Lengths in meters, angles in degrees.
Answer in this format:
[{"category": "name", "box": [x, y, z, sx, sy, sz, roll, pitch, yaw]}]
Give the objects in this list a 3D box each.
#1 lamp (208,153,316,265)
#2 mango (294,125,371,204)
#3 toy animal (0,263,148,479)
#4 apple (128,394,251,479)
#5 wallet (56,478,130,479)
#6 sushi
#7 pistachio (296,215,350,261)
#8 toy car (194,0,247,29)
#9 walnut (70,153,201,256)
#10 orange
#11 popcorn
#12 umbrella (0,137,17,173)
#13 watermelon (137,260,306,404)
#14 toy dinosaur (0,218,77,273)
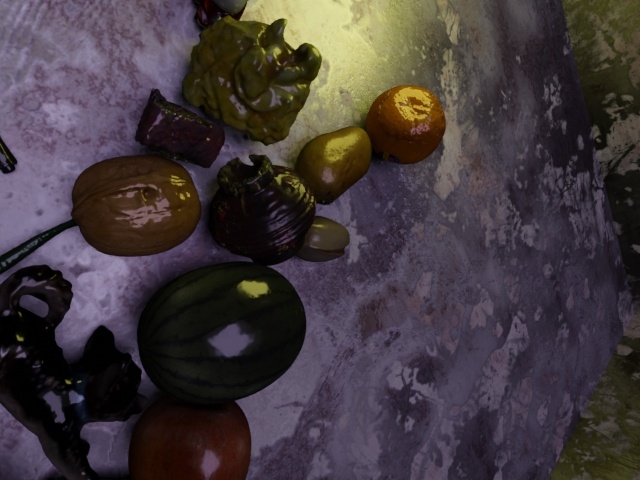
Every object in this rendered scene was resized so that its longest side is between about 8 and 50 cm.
[{"category": "lamp", "box": [-0.128, -0.070, 0.878, 0.247, 0.247, 0.247, -2, 94, -35]}, {"category": "mango", "box": [0.041, -0.202, 1.049, 0.262, 0.130, 0.167, -40, 109, -33]}, {"category": "toy animal", "box": [-0.447, 0.229, 0.698, 0.344, 0.194, 0.302, 40, 76, -36]}, {"category": "apple", "box": [-0.254, 0.427, 0.803, 0.253, 0.253, 0.253, -2, 94, -35]}, {"category": "wallet", "box": [-0.479, 0.638, 0.771, 0.252, 0.083, 0.360, 31, 75, -37]}, {"category": "sushi", "box": [-0.263, -0.203, 0.779, 0.161, 0.241, 0.107, 22, 101, -29]}, {"category": "pistachio", "box": [0.000, 0.000, 1.033, 0.185, 0.124, 0.124, 5, 90, -37]}, {"category": "toy car", "box": [-0.204, -0.522, 0.867, 0.112, 0.112, 0.139, 20, 81, -34]}, {"category": "walnut", "box": [-0.340, -0.068, 0.762, 0.226, 0.193, 0.193, -4, 95, -32]}, {"category": "orange", "box": [0.237, -0.321, 1.132, 0.219, 0.193, 0.219, 0, 90, 10]}, {"category": "popcorn", "box": [-0.147, -0.347, 0.853, 0.250, 0.235, 0.241, 22, 99, -21]}, {"category": "umbrella", "box": [-0.568, -0.177, 0.687, 0.036, 0.031, 0.133, -23, 108, -4]}, {"category": "watermelon", "box": [-0.179, 0.179, 0.829, 0.359, 0.279, 0.279, -12, 100, -41]}, {"category": "toy dinosaur", "box": [-0.559, 0.074, 0.576, 0.301, 0.447, 0.087, -36, 95, 4]}]
